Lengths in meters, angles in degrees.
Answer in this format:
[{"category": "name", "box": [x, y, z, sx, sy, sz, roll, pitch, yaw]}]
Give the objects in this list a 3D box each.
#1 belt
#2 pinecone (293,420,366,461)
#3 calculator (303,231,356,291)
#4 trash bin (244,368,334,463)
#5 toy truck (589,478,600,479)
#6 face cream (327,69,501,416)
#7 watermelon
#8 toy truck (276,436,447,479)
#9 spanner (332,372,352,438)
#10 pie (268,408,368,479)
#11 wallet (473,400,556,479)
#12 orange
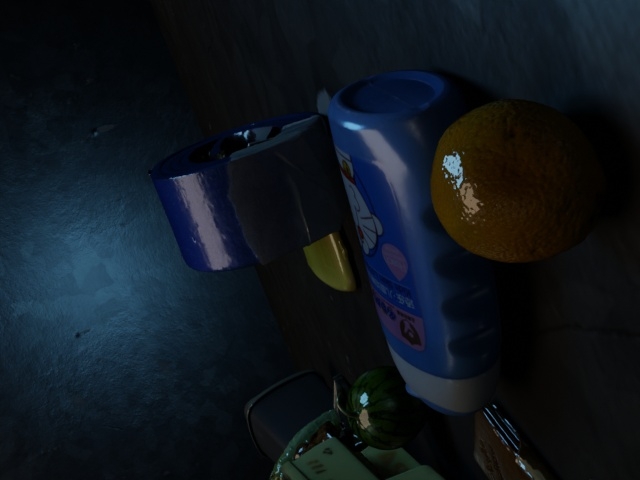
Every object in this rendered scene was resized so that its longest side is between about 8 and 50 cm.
[{"category": "belt", "box": [-0.085, -0.068, 0.793, 0.347, 0.212, 0.117, -132, 24, -73]}, {"category": "pinecone", "box": [0.055, 0.452, 1.016, 0.296, 0.242, 0.298, 59, -148, -46]}, {"category": "calculator", "box": [0.000, 0.000, 0.993, 0.236, 0.033, 0.157, -157, 47, -74]}, {"category": "trash bin", "box": [-0.035, 0.418, 1.479, 0.290, 0.209, 0.182, 26, 136, 57]}, {"category": "toy truck", "box": [0.175, 0.268, 0.243, 0.363, 0.176, 0.178, 68, 158, 13]}, {"category": "face cream", "box": [0.076, 0.016, 0.479, 0.149, 0.083, 0.264, -123, 15, -61]}, {"category": "watermelon", "box": [0.076, 0.200, 0.783, 0.109, 0.109, 0.109, 159, 90, -80]}, {"category": "toy truck", "box": [0.081, 0.365, 0.696, 0.405, 0.254, 0.181, 21, 143, 58]}, {"category": "spanner", "box": [0.078, 0.378, 1.176, 0.040, 0.095, 0.325, -140, 30, -69]}, {"category": "pie", "box": [0.022, 0.452, 1.223, 0.078, 0.277, 0.277, -1, 113, 48]}, {"category": "wallet", "box": [0.174, 0.214, 0.527, 0.176, 0.026, 0.095, -124, 19, -51]}, {"category": "orange", "box": [0.094, -0.028, 0.321, 0.085, 0.085, 0.085, 159, 90, -80]}]
